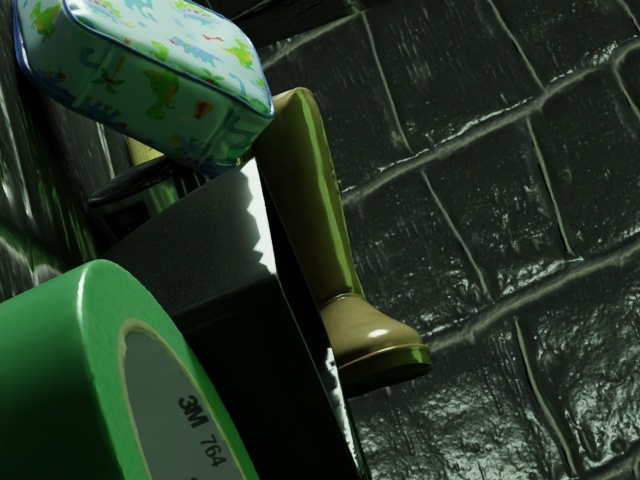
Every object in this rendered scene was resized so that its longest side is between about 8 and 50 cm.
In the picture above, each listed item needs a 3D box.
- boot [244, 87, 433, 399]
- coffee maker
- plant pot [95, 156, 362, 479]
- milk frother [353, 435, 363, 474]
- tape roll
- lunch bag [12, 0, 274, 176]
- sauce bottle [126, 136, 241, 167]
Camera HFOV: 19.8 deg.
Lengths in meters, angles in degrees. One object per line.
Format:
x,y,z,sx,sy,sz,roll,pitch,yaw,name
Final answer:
0.000,0.000,1.567,0.236,0.089,0.269,151,-73,-68,boot
-0.120,0.013,1.625,0.171,0.120,0.178,-100,169,-81,coffee maker
-0.086,0.081,1.357,0.187,0.167,0.188,-104,175,-59,plant pot
-0.036,0.209,1.689,0.129,0.135,0.143,66,6,-45,milk frother
-0.100,0.170,1.120,0.321,0.077,0.321,-24,90,-83,tape roll
-0.150,-0.156,1.543,0.219,0.090,0.176,23,28,-31,lunch bag
-0.117,-0.012,1.856,0.111,0.111,0.344,64,8,-62,sauce bottle
